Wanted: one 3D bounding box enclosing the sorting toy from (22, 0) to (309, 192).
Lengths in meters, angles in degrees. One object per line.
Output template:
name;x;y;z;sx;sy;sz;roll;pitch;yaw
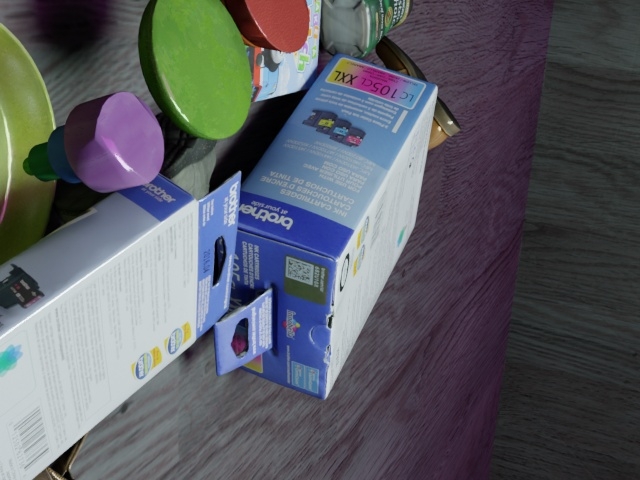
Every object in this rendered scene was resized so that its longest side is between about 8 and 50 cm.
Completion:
sorting toy;-0.132;-0.149;0.760;0.127;0.126;0.365;64;34;-27

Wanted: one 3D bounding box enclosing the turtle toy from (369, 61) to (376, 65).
turtle toy;0.061;-0.203;1.297;0.095;0.066;0.130;69;22;-3

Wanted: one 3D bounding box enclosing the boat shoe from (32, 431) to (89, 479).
boat shoe;-0.244;0.202;0.763;0.066;0.066;0.183;54;51;-61

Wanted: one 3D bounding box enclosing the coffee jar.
coffee jar;0.067;-0.323;1.241;0.184;0.079;0.096;-51;145;-49

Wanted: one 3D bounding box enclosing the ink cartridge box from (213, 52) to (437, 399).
ink cartridge box;0.000;0.000;1.096;0.270;0.151;0.395;93;19;-47

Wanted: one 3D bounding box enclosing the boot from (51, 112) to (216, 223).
boot;-0.154;-0.015;0.846;0.246;0.083;0.161;-50;146;-60

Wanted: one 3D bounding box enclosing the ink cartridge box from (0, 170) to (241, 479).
ink cartridge box;-0.188;0.071;0.711;0.311;0.065;0.186;-38;151;-36

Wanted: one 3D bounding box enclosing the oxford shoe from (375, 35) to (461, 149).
oxford shoe;0.114;-0.207;1.251;0.076;0.076;0.212;32;27;-46

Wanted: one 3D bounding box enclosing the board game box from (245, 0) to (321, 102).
board game box;-0.059;-0.245;1.029;0.211;0.039;0.160;-33;130;-61

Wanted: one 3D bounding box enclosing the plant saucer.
plant saucer;-0.272;-0.043;0.615;0.241;0.037;0.241;11;90;-67
